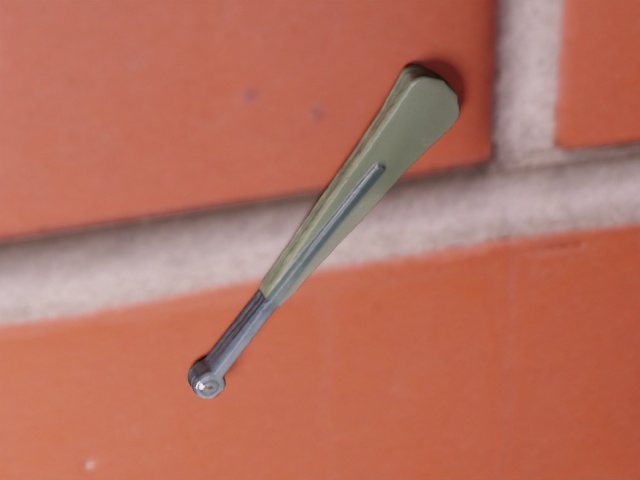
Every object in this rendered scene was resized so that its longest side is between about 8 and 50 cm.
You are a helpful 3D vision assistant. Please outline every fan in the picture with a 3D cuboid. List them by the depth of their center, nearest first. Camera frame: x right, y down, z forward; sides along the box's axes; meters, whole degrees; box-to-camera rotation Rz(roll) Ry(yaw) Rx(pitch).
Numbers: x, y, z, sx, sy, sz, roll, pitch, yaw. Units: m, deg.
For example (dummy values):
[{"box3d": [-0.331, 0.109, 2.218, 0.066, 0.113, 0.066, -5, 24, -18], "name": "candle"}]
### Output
[{"box3d": [0.000, 0.000, 0.738, 0.038, 0.016, 0.193, 33, 100, -33], "name": "fan"}]
